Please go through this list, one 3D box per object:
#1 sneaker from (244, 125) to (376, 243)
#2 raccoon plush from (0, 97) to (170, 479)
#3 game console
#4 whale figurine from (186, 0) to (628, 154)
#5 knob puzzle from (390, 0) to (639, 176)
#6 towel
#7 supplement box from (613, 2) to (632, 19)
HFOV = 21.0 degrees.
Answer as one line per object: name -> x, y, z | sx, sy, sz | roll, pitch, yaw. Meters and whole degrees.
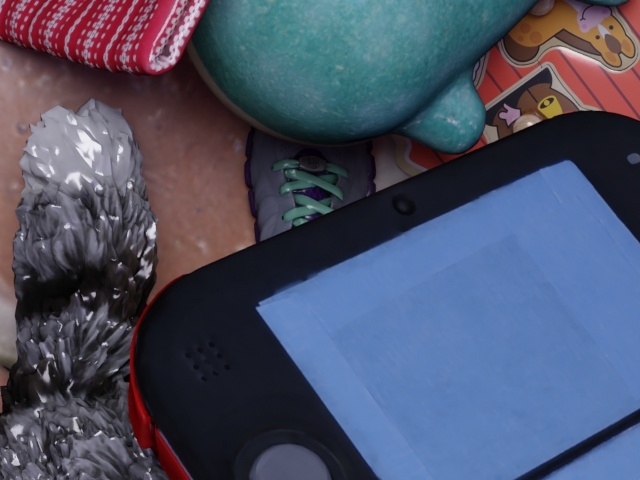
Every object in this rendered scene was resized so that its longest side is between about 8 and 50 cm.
sneaker -> 0.000, 0.000, 1.033 | 0.083, 0.098, 0.223 | 1, 93, -12
raccoon plush -> -0.035, 0.158, 0.919 | 0.299, 0.216, 0.446 | 4, 100, 10
game console -> 0.127, 0.106, 0.884 | 0.387, 0.060, 0.342 | -24, 63, -32
whale figurine -> 0.058, -0.153, 0.926 | 0.272, 0.141, 0.216 | -15, 93, -18
knob puzzle -> 0.121, -0.096, 1.045 | 0.213, 0.030, 0.213 | 4, 108, 12
towel -> -0.099, -0.187, 0.921 | 0.031, 0.275, 0.199 | 27, 87, -29
supplement box -> 0.184, -0.238, 1.070 | 0.104, 0.081, 0.188 | -22, 97, -10
